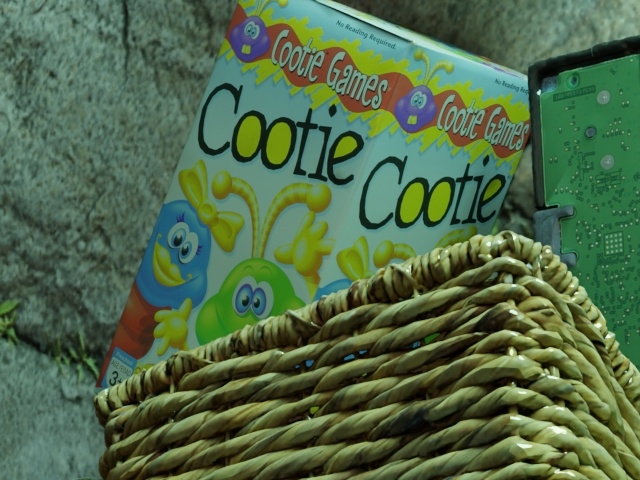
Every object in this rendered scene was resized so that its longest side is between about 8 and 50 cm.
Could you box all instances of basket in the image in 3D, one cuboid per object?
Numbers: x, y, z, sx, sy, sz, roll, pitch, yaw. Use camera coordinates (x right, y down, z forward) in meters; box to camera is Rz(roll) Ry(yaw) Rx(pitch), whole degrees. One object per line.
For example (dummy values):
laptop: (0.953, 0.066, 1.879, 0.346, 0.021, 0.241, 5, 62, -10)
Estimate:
basket: (0.050, 0.165, 1.069, 0.299, 0.213, 0.223, -25, 52, 27)

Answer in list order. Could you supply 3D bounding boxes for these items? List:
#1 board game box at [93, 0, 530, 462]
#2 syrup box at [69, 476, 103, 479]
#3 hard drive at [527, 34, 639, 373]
board game box: (0.000, 0.000, 1.215, 0.142, 0.144, 0.275, 28, 101, 39)
syrup box: (-0.206, 0.228, 1.380, 0.237, 0.096, 0.093, -16, 70, 38)
hard drive: (0.268, -0.011, 1.043, 0.339, 0.064, 0.237, -12, 74, 38)
